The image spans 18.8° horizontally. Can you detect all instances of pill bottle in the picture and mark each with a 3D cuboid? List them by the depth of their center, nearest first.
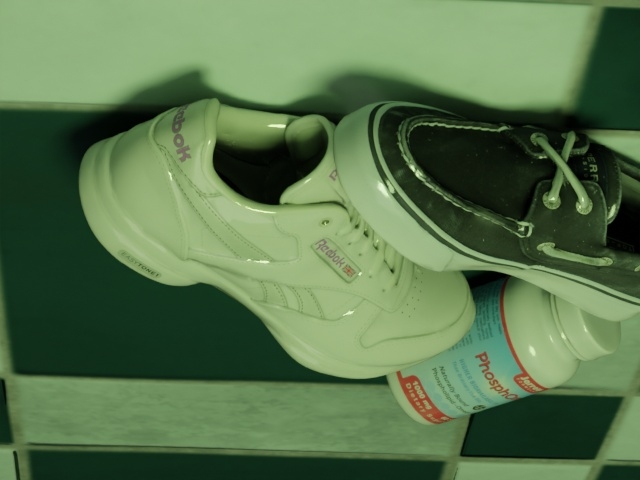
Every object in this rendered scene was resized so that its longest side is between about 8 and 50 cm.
[{"bbox_3d":[0.131,0.073,1.393,0.160,0.087,0.087,-21,143,31],"label":"pill bottle"}]

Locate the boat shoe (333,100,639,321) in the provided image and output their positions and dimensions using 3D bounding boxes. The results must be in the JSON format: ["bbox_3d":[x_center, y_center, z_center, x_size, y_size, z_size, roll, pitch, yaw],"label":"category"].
[{"bbox_3d":[0.141,-0.027,1.213,0.301,0.108,0.102,23,142,-37],"label":"boat shoe"}]

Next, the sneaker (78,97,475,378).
[{"bbox_3d":[0.000,0.000,1.246,0.305,0.114,0.152,23,143,-33],"label":"sneaker"}]
